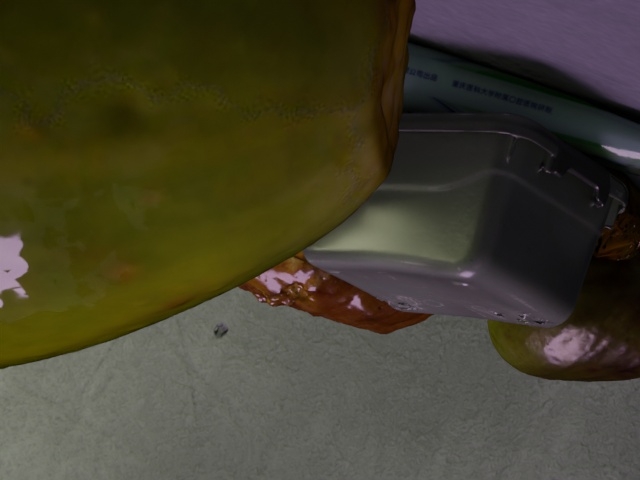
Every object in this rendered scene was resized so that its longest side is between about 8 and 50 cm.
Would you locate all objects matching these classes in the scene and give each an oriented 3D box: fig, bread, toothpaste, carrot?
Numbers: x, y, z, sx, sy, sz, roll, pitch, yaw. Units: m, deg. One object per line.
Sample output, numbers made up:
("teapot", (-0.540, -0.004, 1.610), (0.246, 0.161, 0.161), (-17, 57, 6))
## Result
("fig", (-0.119, -0.075, 0.647), (0.326, 0.258, 0.258), (-1, 168, 25))
("fig", (0.199, 0.040, 1.272), (0.154, 0.166, 0.144), (50, -154, -16))
("bread", (-0.004, -0.001, 1.859), (0.312, 0.172, 0.312), (16, 178, 1))
("toothpaste", (0.088, -0.079, 0.945), (0.297, 0.048, 0.075), (18, 176, 10))
("carrot", (0.166, -0.032, 1.100), (0.069, 0.069, 0.229), (19, 177, 32))

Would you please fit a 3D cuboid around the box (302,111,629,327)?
("box", (0.074, -0.010, 0.948), (0.172, 0.093, 0.124), (3, 162, 46))
